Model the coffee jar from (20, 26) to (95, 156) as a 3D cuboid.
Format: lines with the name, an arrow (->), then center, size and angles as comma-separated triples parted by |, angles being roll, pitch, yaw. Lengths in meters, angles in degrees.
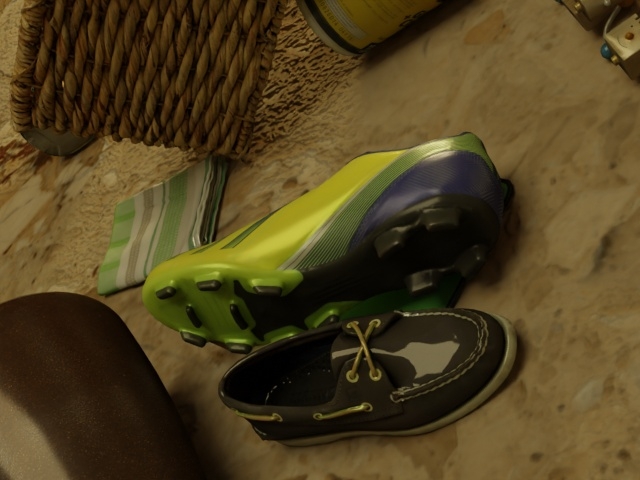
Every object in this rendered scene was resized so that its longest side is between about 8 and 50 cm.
coffee jar -> -0.288, -0.190, 1.493 | 0.096, 0.079, 0.184 | -32, 40, 27

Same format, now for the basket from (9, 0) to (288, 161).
basket -> -0.146, -0.250, 1.156 | 0.213, 0.223, 0.299 | -95, 17, -44

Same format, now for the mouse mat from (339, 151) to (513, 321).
mouse mat -> 0.052, 0.006, 1.001 | 0.189, 0.007, 0.153 | 17, 74, 54

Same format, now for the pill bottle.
pill bottle -> 0.072, -0.242, 1.105 | 0.184, 0.103, 0.103 | -29, 42, 30

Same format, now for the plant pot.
plant pot -> -0.171, 0.187, 0.957 | 0.215, 0.215, 0.230 | -53, 49, 1

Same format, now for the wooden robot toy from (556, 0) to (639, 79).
wooden robot toy -> 0.210, -0.194, 0.942 | 0.079, 0.076, 0.173 | -34, 39, 9

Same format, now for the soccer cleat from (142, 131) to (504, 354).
soccer cleat -> 0.001, 0.001, 0.963 | 0.289, 0.093, 0.121 | -18, 40, 24

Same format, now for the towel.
towel -> -0.154, -0.015, 1.240 | 0.152, 0.023, 0.113 | -22, 45, 37

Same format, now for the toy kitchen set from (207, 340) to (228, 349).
toy kitchen set -> -0.065, 0.053, 1.035 | 0.083, 0.068, 0.075 | -57, 36, 7

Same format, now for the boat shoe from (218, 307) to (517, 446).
boat shoe -> 0.027, 0.092, 0.899 | 0.227, 0.068, 0.081 | -22, 52, 37
